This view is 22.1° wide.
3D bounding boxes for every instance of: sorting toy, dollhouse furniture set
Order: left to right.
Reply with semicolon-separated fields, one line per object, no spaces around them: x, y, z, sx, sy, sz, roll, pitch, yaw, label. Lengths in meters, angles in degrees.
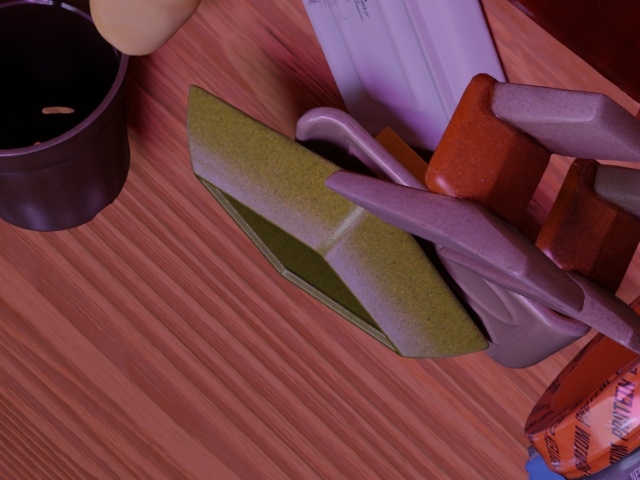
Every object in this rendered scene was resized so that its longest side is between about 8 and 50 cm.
0.072;-0.001;1.027;0.208;0.038;0.193;40;170;4;sorting toy
0.134;-0.092;0.620;0.135;0.262;0.259;25;178;41;dollhouse furniture set

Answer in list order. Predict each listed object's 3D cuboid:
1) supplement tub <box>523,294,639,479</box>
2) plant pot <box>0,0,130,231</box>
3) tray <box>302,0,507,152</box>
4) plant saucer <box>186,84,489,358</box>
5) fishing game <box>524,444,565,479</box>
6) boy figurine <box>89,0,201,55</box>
0.264;0.160;0.825;0.316;0.193;0.193;47;154;0;supplement tub
-0.215;-0.096;1.234;0.167;0.167;0.165;37;160;19;plant pot
0.026;-0.147;0.932;0.145;0.030;0.270;19;143;46;tray
0.000;0.000;1.051;0.188;0.045;0.188;32;167;41;plant saucer
0.222;0.198;1.120;0.189;0.041;0.264;43;145;3;fishing game
-0.129;-0.233;0.974;0.177;0.092;0.285;21;145;42;boy figurine
